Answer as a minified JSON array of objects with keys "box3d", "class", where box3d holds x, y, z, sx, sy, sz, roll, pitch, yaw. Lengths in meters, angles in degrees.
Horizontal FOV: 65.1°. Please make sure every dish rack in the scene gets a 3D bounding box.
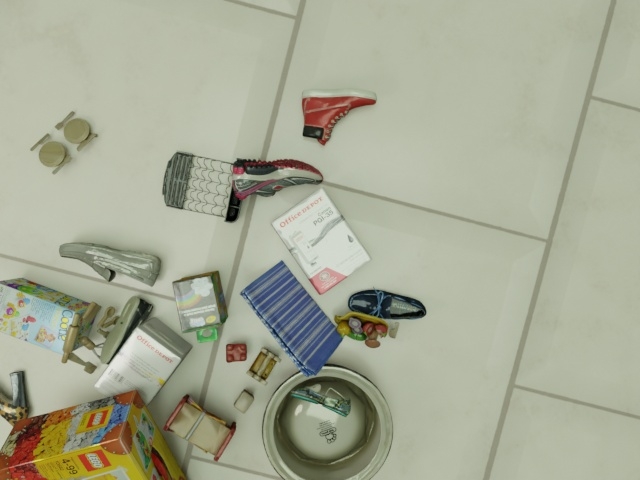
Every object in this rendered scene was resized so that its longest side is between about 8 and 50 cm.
[{"box3d":[-0.377,-0.180,1.624,0.271,0.074,0.209,12,91,-1],"class":"dish rack"}]

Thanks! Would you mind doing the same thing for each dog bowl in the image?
[{"box3d":[0.020,0.584,1.613,0.407,0.150,0.409,0,91,-2],"class":"dog bowl"}]

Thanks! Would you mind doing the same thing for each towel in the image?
[{"box3d":[-0.077,0.235,1.565,0.040,0.243,0.336,-40,89,35],"class":"towel"}]

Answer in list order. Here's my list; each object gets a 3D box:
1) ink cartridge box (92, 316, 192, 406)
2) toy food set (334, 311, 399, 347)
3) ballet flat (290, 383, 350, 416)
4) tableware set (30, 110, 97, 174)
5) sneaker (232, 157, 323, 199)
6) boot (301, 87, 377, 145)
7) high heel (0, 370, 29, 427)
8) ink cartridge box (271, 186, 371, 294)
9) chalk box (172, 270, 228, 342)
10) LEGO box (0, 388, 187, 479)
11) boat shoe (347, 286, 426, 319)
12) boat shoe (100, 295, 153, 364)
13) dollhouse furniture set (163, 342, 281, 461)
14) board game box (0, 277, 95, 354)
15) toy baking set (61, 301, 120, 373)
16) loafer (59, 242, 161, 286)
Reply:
[{"box3d":[-0.553,0.394,1.587,0.171,0.168,0.233,38,91,-3],"class":"ink cartridge box"},{"box3d":[0.146,0.296,1.610,0.217,0.128,0.071,13,56,0],"class":"toy food set"},{"box3d":[0.005,0.470,1.512,0.188,0.070,0.070,23,91,-3],"class":"ballet flat"},{"box3d":[-0.826,-0.313,1.632,0.128,0.039,0.194,44,85,10],"class":"tableware set"},{"box3d":[-0.136,-0.197,1.596,0.298,0.121,0.112,-3,115,-21],"class":"sneaker"},{"box3d":[0.062,-0.396,1.621,0.244,0.088,0.177,-1,92,7],"class":"boot"},{"box3d":[-1.089,0.537,1.617,0.261,0.093,0.187,-7,85,-10],"class":"high heel"},{"box3d":[0.000,0.000,1.612,0.207,0.117,0.283,-35,92,0],"class":"ink cartridge box"},{"box3d":[-0.378,0.217,1.607,0.132,0.132,0.213,-10,93,-2],"class":"chalk box"},{"box3d":[-0.642,0.727,1.489,0.372,0.193,0.501,-15,118,1],"class":"LEGO box"},{"box3d":[0.220,0.206,1.635,0.258,0.089,0.109,0,91,-1],"class":"boat shoe"},{"box3d":[-0.625,0.298,1.615,0.079,0.084,0.233,38,75,-43],"class":"boat shoe"},{"box3d":[-0.314,0.492,1.627,0.201,0.152,0.374,33,74,-1],"class":"dollhouse furniture set"},{"box3d":[-0.883,0.237,1.592,0.275,0.142,0.145,21,91,-1],"class":"board game box"},{"box3d":[-0.720,0.314,1.576,0.030,0.196,0.256,21,93,25],"class":"toy baking set"},{"box3d":[-0.679,0.076,1.607,0.319,0.112,0.112,11,83,-2],"class":"loafer"}]
